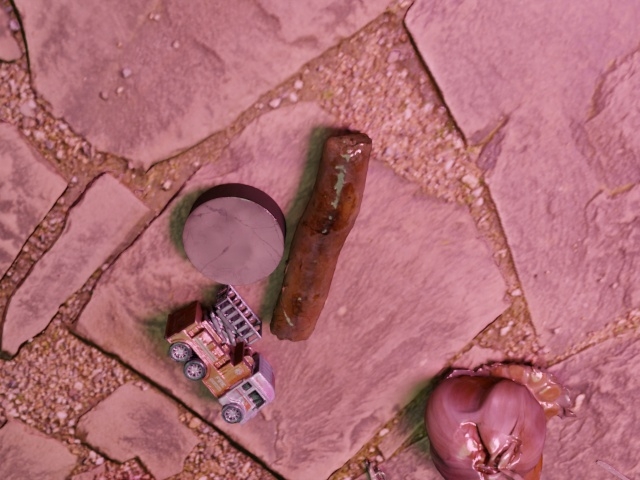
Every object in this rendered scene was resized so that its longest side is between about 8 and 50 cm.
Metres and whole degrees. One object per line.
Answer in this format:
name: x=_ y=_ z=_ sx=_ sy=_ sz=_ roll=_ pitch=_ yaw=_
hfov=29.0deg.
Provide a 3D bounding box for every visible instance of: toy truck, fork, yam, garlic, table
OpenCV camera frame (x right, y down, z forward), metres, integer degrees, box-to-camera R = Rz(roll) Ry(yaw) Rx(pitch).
toy truck: x=-0.123 y=0.158 z=1.700 sx=0.115 sy=0.080 sz=0.177 roll=-33 pitch=110 yaw=11
fork: x=0.446 y=0.349 z=1.793 sx=0.115 sy=0.012 sz=0.016 roll=34 pitch=113 yaw=-8
yam: x=0.000 y=0.000 z=1.604 sx=0.067 sy=0.071 sz=0.317 roll=35 pitch=124 yaw=28
garlic: x=0.273 y=0.268 z=1.661 sx=0.207 sy=0.257 sz=0.207 roll=-15 pitch=115 yaw=-35
table: x=-0.112 y=-0.008 z=1.623 sx=0.134 sy=0.043 sz=0.133 roll=2 pitch=119 yaw=4

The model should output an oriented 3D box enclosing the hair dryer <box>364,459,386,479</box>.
hair dryer: x=0.153 y=0.404 z=1.832 sx=0.206 sy=0.075 sz=0.237 roll=-34 pitch=103 yaw=14
